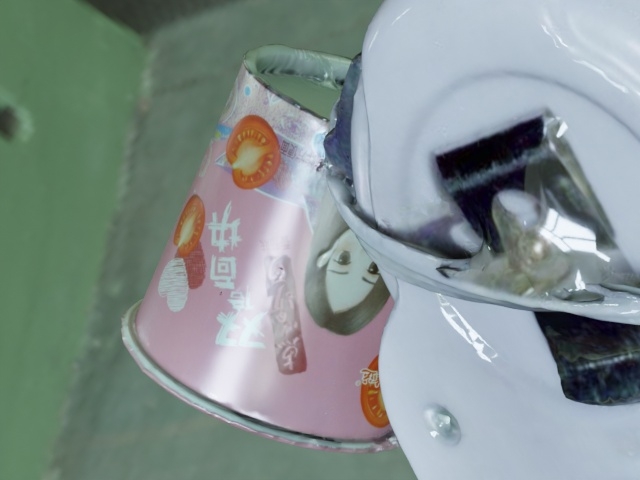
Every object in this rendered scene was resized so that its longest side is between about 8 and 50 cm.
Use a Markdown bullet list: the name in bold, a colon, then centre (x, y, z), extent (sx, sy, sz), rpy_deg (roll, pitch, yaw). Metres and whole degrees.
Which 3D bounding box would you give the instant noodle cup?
- **instant noodle cup**: centre (0.000, 0.000, 1.446), extent (0.243, 0.243, 0.231), rpy_deg (45, 122, 51)

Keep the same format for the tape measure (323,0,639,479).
- **tape measure**: centre (0.094, -0.013, 0.632), extent (0.120, 0.197, 0.236), rpy_deg (-33, 7, -39)
